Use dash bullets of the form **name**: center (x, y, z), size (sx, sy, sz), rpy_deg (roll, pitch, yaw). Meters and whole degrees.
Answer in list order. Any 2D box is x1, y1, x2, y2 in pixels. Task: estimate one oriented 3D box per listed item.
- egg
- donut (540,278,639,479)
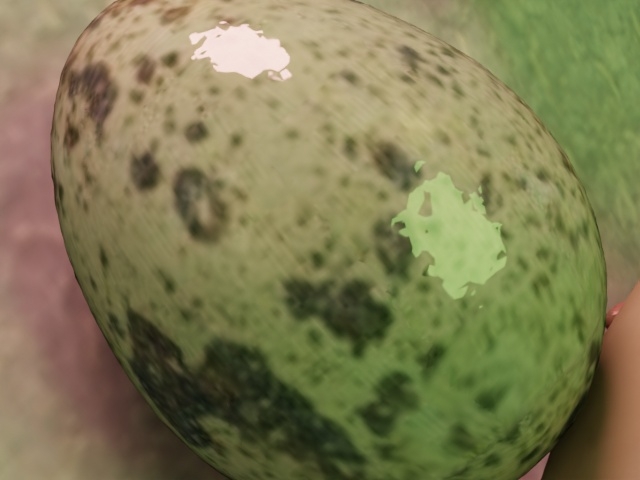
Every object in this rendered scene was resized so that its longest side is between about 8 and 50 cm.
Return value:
- **egg**: center (0.000, 0.000, 0.372), size (0.172, 0.132, 0.132), rpy_deg (44, 48, -5)
- **donut**: center (0.205, 0.118, 0.446), size (0.382, 0.142, 0.383), rpy_deg (-8, 103, -38)
